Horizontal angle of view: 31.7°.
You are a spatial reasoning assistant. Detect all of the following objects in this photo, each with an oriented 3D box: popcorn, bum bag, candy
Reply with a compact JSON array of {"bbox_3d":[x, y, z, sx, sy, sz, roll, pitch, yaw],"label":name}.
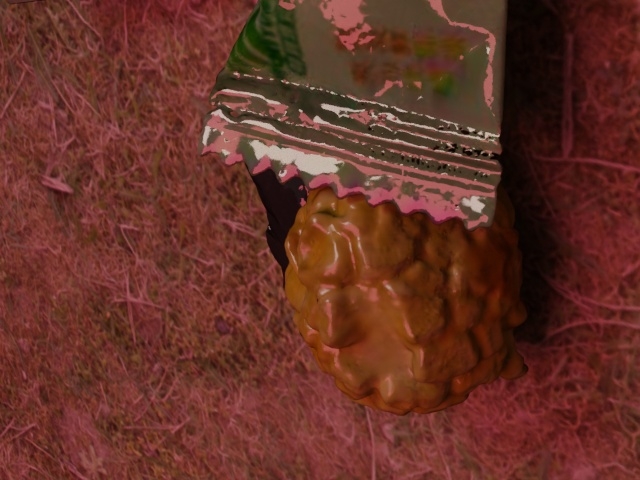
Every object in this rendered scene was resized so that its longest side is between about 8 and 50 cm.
[{"bbox_3d":[0.078,0.027,0.933,0.181,0.216,0.235,150,124,-74],"label":"popcorn"},{"bbox_3d":[0.000,0.000,1.084,0.123,0.060,0.248,3,110,42],"label":"bum bag"},{"bbox_3d":[0.048,-0.225,0.836,0.262,0.172,0.398,14,91,36],"label":"candy"}]

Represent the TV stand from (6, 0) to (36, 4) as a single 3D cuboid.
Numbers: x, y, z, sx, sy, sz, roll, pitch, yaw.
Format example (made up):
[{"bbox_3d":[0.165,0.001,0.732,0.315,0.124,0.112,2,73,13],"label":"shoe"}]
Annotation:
[{"bbox_3d":[-0.200,-0.295,1.091,0.269,0.088,0.083,0,122,35],"label":"TV stand"}]
